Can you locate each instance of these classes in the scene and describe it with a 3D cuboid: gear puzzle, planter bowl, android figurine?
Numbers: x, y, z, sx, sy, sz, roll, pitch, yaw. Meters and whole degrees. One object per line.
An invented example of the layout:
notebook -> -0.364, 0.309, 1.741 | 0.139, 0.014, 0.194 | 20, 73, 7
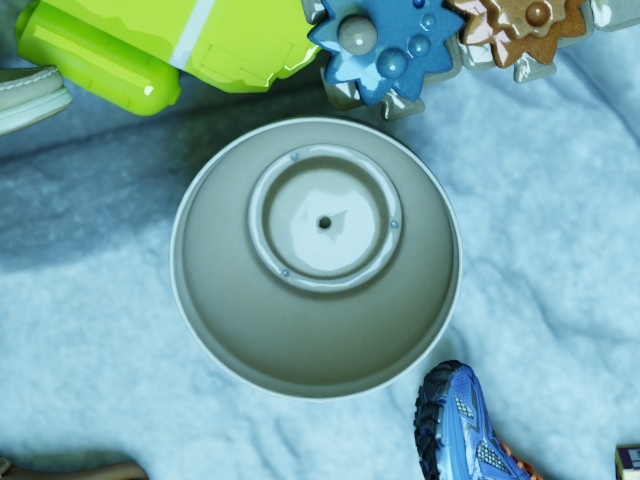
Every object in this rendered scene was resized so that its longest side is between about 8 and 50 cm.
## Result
gear puzzle -> 0.148, -0.182, 1.054 | 0.339, 0.044, 0.175 | -17, 106, -7
planter bowl -> 0.000, 0.000, 1.105 | 0.162, 0.109, 0.162 | 1, 104, 3
android figurine -> -0.076, -0.190, 1.089 | 0.273, 0.056, 0.248 | 24, 104, -3

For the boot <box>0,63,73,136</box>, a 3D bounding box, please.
boot -> -0.248, -0.134, 1.089 | 0.213, 0.077, 0.165 | -1, 102, 21

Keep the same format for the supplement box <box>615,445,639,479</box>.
supplement box -> 0.208, 0.169, 1.171 | 0.055, 0.043, 0.083 | -5, 104, 3

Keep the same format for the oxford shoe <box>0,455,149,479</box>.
oxford shoe -> -0.205, 0.153, 1.179 | 0.212, 0.076, 0.076 | -7, 64, -5

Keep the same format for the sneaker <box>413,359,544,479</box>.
sneaker -> 0.120, 0.166, 1.166 | 0.087, 0.083, 0.221 | -25, 107, -5
